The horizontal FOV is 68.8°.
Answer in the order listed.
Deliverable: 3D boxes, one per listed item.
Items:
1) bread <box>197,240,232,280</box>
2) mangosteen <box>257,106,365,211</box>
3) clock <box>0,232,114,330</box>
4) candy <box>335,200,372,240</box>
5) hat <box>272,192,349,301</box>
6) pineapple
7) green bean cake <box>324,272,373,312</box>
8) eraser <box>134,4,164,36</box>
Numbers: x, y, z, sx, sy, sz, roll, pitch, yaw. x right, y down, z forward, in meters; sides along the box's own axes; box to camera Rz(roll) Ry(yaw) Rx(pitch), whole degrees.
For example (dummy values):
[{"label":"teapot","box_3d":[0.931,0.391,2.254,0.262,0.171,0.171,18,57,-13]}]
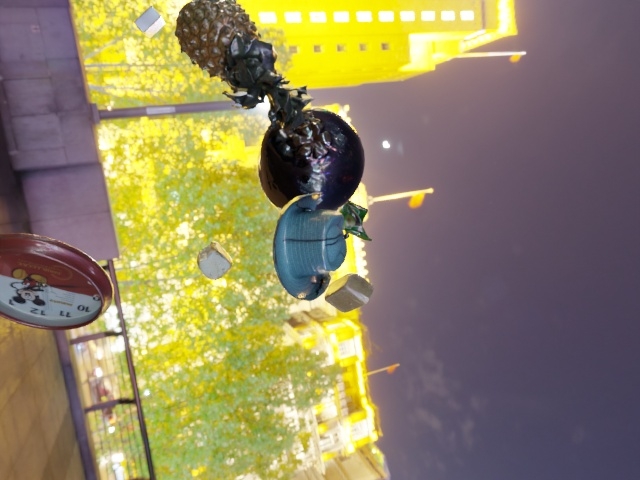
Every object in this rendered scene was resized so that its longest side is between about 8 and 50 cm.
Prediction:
[{"label":"bread","box_3d":[-0.290,0.056,1.275,0.083,0.077,0.070,50,2,-27]},{"label":"mangosteen","box_3d":[-0.018,-0.148,0.934,0.243,0.243,0.242,169,-90,-70]},{"label":"clock","box_3d":[-0.658,0.100,1.113,0.318,0.319,0.080,100,-10,-45]},{"label":"candy","box_3d":[0.087,-0.075,1.484,0.078,0.141,0.203,-40,-154,28]},{"label":"hat","box_3d":[0.000,0.000,0.632,0.191,0.078,0.138,-49,133,-69]},{"label":"pineapple","box_3d":[-0.106,-0.242,0.659,0.251,0.125,0.125,50,-30,18]},{"label":"green bean cake","box_3d":[0.100,0.187,1.678,0.179,0.109,0.085,-41,-162,56]},{"label":"eraser","box_3d":[-0.355,-0.453,0.976,0.029,0.052,0.122,48,2,-23]}]
